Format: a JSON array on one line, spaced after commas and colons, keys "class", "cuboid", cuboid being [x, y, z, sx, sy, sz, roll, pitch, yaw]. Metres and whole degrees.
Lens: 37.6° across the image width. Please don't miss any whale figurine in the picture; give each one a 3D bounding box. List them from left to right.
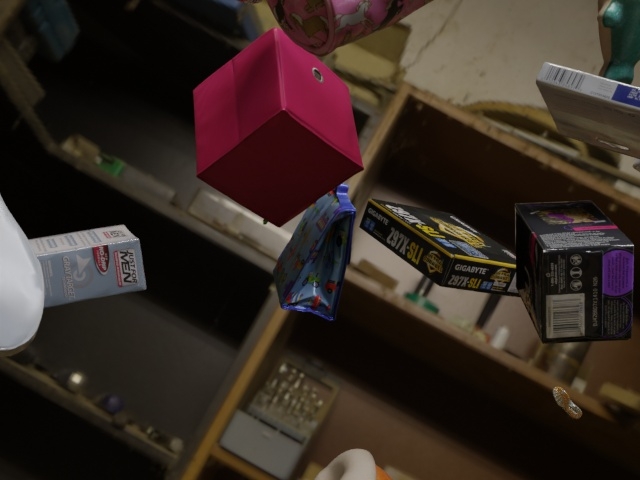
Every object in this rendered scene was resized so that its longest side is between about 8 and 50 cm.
[{"class": "whale figurine", "cuboid": [0.671, -0.453, 1.997, 0.216, 0.272, 0.141, 4, 9, -45]}]

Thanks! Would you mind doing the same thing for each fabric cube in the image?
[{"class": "fabric cube", "cuboid": [-0.093, -0.235, 1.988, 0.259, 0.258, 0.254, -33, -46, 27]}]

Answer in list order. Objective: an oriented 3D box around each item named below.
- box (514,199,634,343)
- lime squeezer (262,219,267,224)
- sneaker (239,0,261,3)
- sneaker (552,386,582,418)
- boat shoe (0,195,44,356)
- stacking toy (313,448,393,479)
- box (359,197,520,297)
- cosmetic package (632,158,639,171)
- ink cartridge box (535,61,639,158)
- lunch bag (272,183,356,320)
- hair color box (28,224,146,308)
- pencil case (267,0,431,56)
[{"class": "box", "cuboid": [0.414, 0.045, 1.570, 0.143, 0.165, 0.270, -3, 17, 3]}, {"class": "lime squeezer", "cuboid": [-0.137, -0.134, 2.422, 0.310, 0.110, 0.059, 66, -2, -56]}, {"class": "sneaker", "cuboid": [-0.135, -0.517, 1.756, 0.090, 0.145, 0.270, 51, 18, 8]}, {"class": "sneaker", "cuboid": [0.525, 0.349, 2.024, 0.083, 0.032, 0.037, 52, -4, 0]}, {"class": "boat shoe", "cuboid": [-0.426, 0.019, 1.157, 0.306, 0.113, 0.105, 57, -33, 20]}, {"class": "stacking toy", "cuboid": [0.187, 0.648, 1.825, 0.479, 0.351, 0.350, 26, -12, -9]}, {"class": "box", "cuboid": [0.273, 0.015, 2.032, 0.257, 0.079, 0.322, 7, 19, -34]}, {"class": "cosmetic package", "cuboid": [0.791, -0.288, 1.843, 0.156, 0.385, 0.217, 30, -13, -15]}, {"class": "ink cartridge box", "cuboid": [0.489, -0.208, 1.580, 0.223, 0.045, 0.224, 23, -7, 28]}, {"class": "lunch bag", "cuboid": [0.000, 0.000, 2.176, 0.138, 0.293, 0.221, 15, 17, -13]}, {"class": "hair color box", "cuboid": [-0.558, 0.063, 1.897, 0.374, 0.114, 0.185, -11, 14, -19]}, {"class": "pencil case", "cuboid": [0.105, -0.425, 1.396, 0.160, 0.386, 0.167, 45, -26, 27]}]
